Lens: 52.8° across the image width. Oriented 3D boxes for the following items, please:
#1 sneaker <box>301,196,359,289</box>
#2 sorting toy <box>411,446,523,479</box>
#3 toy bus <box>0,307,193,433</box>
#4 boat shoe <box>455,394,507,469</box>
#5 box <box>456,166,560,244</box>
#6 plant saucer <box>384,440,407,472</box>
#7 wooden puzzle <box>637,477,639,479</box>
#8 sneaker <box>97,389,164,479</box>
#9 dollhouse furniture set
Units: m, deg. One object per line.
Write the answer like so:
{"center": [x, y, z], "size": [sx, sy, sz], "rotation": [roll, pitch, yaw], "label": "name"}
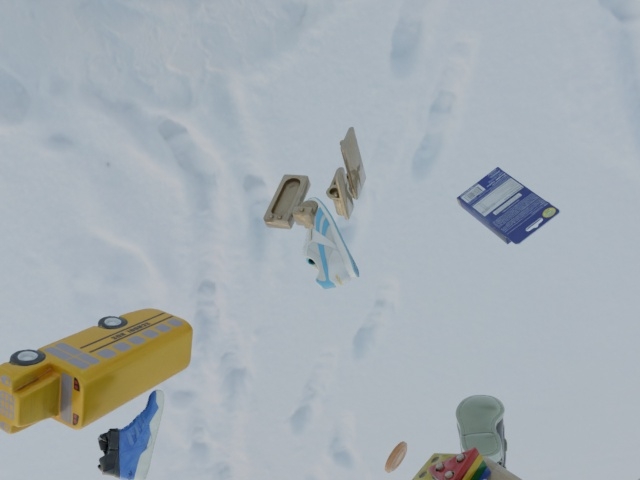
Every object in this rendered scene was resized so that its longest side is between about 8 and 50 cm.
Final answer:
{"center": [0.000, 0.000, 1.373], "size": [0.092, 0.228, 0.087], "rotation": [-26, 142, 3], "label": "sneaker"}
{"center": [0.123, 0.250, 0.608], "size": [0.132, 0.046, 0.274], "rotation": [-34, -175, -10], "label": "sorting toy"}
{"center": [-0.371, 0.216, 1.087], "size": [0.333, 0.130, 0.108], "rotation": [-23, 127, -60], "label": "toy bus"}
{"center": [0.265, 0.326, 1.062], "size": [0.081, 0.228, 0.068], "rotation": [-5, 100, 16], "label": "boat shoe"}
{"center": [0.450, -0.078, 1.549], "size": [0.136, 0.225, 0.036], "rotation": [-36, 133, -4], "label": "box"}
{"center": [0.184, 0.522, 1.553], "size": [0.083, 0.013, 0.083], "rotation": [-33, 138, -36], "label": "plant saucer"}
{"center": [0.775, 0.465, 1.281], "size": [0.348, 0.080, 0.322], "rotation": [-26, 164, -13], "label": "wooden puzzle"}
{"center": [-0.295, 0.293, 0.996], "size": [0.085, 0.152, 0.058], "rotation": [16, 138, -12], "label": "sneaker"}
{"center": [-0.020, -0.109, 1.138], "size": [0.151, 0.144, 0.123], "rotation": [6, 142, 21], "label": "dollhouse furniture set"}
